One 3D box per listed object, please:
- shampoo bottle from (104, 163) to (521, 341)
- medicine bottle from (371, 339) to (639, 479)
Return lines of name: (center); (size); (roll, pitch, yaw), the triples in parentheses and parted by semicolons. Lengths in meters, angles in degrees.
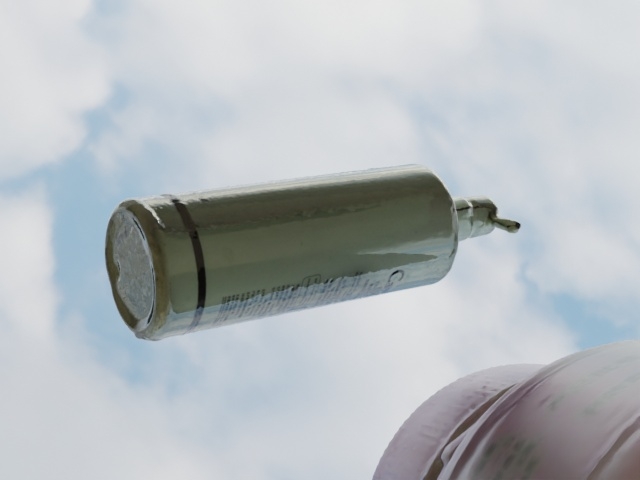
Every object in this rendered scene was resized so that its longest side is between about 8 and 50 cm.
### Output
shampoo bottle: (0.000, 0.000, 0.909); (0.262, 0.085, 0.085); (-9, -125, -30)
medicine bottle: (0.168, 0.178, 0.733); (0.256, 0.325, 0.256); (1, -92, -18)
